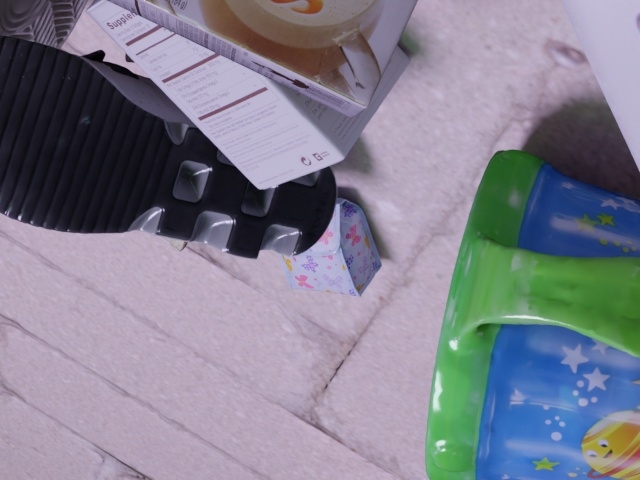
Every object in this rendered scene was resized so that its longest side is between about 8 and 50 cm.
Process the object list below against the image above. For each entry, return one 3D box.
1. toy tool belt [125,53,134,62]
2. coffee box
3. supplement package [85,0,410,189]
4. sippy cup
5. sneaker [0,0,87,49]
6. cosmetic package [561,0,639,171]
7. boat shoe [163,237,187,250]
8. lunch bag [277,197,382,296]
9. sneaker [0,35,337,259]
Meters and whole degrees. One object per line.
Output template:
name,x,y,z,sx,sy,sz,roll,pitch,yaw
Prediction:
toy tool belt,-0.115,-0.162,1.211,0.051,0.052,0.083,4,153,-12
coffee box,-0.057,-0.190,0.980,0.246,0.141,0.098,26,179,-4
supplement package,-0.048,-0.139,1.121,0.179,0.105,0.105,46,147,-19
sippy cup,0.204,0.073,1.095,0.224,0.305,0.240,11,115,13
sneaker,-0.252,-0.264,1.129,0.148,0.131,0.350,27,142,22
cosmetic package,0.314,-0.178,0.557,0.393,0.327,0.329,2,136,41
boat shoe,-0.116,-0.034,1.369,0.045,0.050,0.135,29,148,-3
lunch bag,0.000,0.000,1.315,0.071,0.053,0.083,6,130,33
sneaker,-0.159,-0.071,1.198,0.330,0.122,0.146,19,-171,-34
